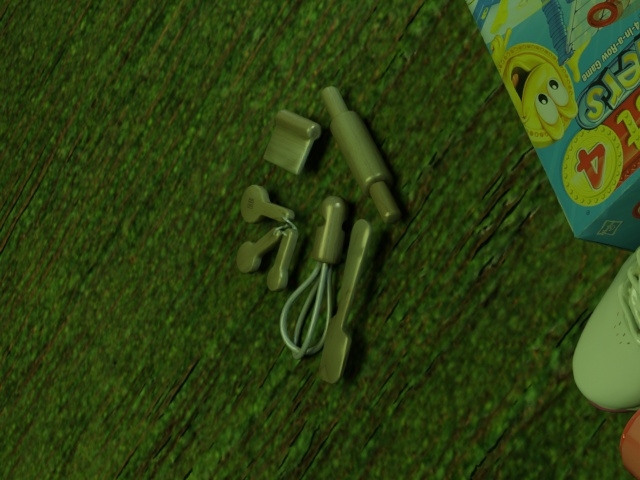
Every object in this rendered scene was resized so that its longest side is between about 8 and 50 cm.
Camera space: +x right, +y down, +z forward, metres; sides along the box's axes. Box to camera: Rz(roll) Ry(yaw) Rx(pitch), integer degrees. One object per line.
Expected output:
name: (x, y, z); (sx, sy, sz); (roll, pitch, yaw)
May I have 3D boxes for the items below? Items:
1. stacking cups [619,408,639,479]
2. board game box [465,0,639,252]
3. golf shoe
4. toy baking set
stacking cups: (0.299, 0.201, 1.221); (0.316, 0.096, 0.096); (38, 111, 49)
board game box: (0.253, -0.201, 1.388); (0.308, 0.086, 0.302); (-48, 47, 34)
golf shoe: (0.252, 0.008, 1.296); (0.306, 0.140, 0.115); (-49, 48, 34)
toy baking set: (0.003, -0.006, 1.704); (0.197, 0.030, 0.256); (-58, 42, 29)
